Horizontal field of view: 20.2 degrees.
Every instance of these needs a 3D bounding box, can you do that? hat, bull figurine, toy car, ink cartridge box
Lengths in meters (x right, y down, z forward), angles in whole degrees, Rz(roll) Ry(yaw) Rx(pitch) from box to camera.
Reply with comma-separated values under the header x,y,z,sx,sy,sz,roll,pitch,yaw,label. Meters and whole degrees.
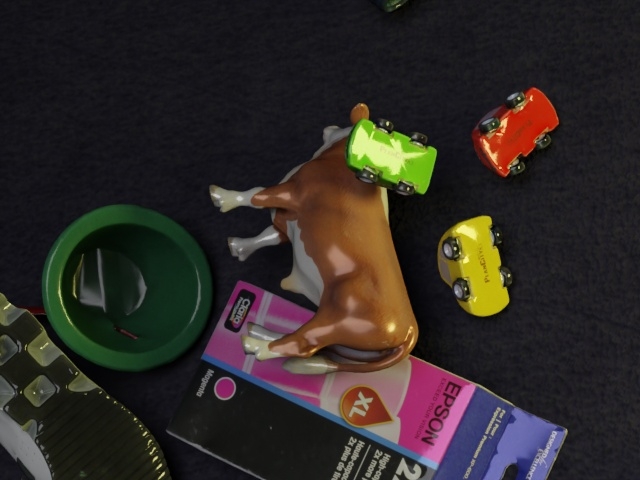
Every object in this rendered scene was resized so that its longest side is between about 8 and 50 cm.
x,y,z,sx,sy,sz,roll,pitch,yaw,label
-0.236,0.050,1.947,0.208,0.183,0.173,24,80,-15,hat
0.000,0.000,1.789,0.188,0.101,0.310,-16,53,3,bull figurine
0.112,-0.063,1.767,0.053,0.225,0.239,-1,71,60,toy car
0.041,0.188,1.783,0.371,0.069,0.176,23,83,22,ink cartridge box

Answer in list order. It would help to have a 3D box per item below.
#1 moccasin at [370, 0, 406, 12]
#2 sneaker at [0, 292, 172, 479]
x,y,z,sx,sy,sz,roll,pitch,yaw,label
0.183,-0.352,1.862,0.342,0.137,0.117,-33,70,24,moccasin
-0.269,0.200,1.876,0.122,0.146,0.330,-36,87,-20,sneaker
